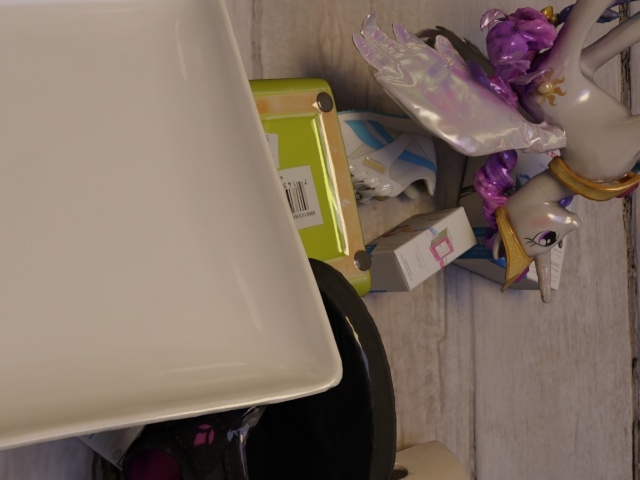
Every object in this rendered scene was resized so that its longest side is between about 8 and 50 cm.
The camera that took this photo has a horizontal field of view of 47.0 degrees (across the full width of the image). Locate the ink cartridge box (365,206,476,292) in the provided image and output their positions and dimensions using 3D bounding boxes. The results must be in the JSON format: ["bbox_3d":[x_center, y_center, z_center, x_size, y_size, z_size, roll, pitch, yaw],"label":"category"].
[{"bbox_3d":[0.108,0.011,0.860,0.122,0.088,0.052,-29,102,-33],"label":"ink cartridge box"}]

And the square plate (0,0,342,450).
[{"bbox_3d":[-0.196,-0.040,0.420,0.344,0.049,0.347,-7,61,-22],"label":"square plate"}]

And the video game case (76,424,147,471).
[{"bbox_3d":[-0.144,0.182,0.721,0.166,0.015,0.119,47,63,-24],"label":"video game case"}]

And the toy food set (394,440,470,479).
[{"bbox_3d":[0.062,0.400,0.825,0.219,0.092,0.306,-6,100,-36],"label":"toy food set"}]

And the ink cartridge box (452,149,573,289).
[{"bbox_3d":[0.257,-0.043,0.973,0.139,0.082,0.191,21,77,-33],"label":"ink cartridge box"}]

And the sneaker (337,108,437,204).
[{"bbox_3d":[0.046,-0.089,0.819,0.228,0.087,0.092,-4,83,-36],"label":"sneaker"}]

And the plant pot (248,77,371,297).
[{"bbox_3d":[-0.093,-0.021,0.639,0.228,0.207,0.227,-12,90,-36],"label":"plant pot"}]

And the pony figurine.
[{"bbox_3d":[0.244,-0.149,0.769,0.351,0.363,0.303,53,33,5],"label":"pony figurine"}]

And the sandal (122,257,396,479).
[{"bbox_3d":[-0.083,0.202,0.532,0.107,0.446,0.167,-15,53,-46],"label":"sandal"}]
